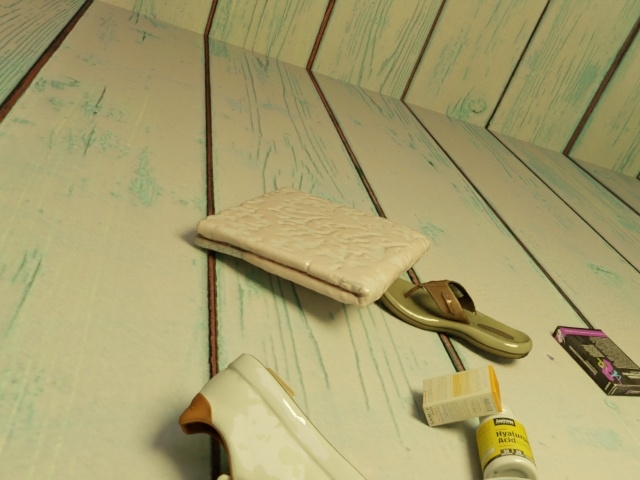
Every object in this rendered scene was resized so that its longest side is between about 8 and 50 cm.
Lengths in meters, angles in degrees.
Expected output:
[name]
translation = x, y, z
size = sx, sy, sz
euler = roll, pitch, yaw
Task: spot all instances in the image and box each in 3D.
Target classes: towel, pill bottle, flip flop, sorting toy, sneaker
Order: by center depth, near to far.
[sneaker]
translation = -0.027, 0.253, 0.634
size = 0.123, 0.106, 0.290
euler = -37, 66, -24
[sorting toy]
translation = -0.077, 0.174, 0.809
size = 0.083, 0.012, 0.062
euler = 39, 30, 30
[pill bottle]
translation = 0.233, 0.263, 0.827
size = 0.065, 0.065, 0.116
euler = 20, 25, -5
[flip flop]
translation = 0.226, 0.112, 1.090
size = 0.277, 0.080, 0.112
euler = 23, 24, 13
[towel]
translation = 0.000, 0.000, 1.115
size = 0.317, 0.053, 0.332
euler = 20, 22, 19

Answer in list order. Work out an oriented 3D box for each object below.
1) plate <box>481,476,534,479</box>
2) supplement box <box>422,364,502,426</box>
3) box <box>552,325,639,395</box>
[plate]
translation = 0.207, 0.325, 0.670
size = 0.188, 0.024, 0.188
euler = -4, 28, 2
[supplement box]
translation = 0.188, 0.207, 0.869
size = 0.098, 0.036, 0.062
euler = -16, 19, 17
[box]
translation = 0.517, 0.219, 1.187
size = 0.116, 0.029, 0.162
euler = 8, 27, -26
